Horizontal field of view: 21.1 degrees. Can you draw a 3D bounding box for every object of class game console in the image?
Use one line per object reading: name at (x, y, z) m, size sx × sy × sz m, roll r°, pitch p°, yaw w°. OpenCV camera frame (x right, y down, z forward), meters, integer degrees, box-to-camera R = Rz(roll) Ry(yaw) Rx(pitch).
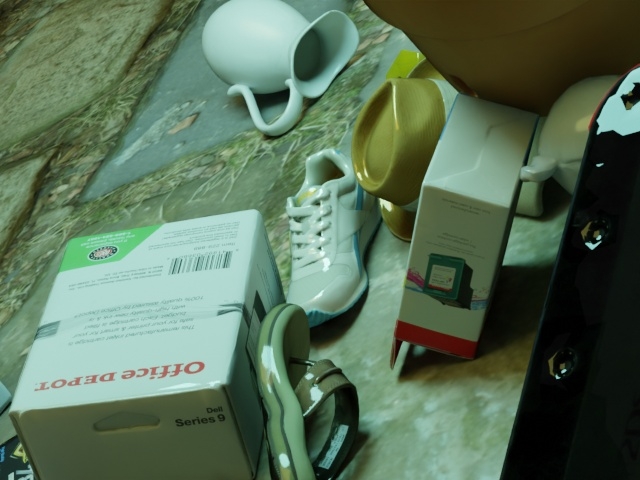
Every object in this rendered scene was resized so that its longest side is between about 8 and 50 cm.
game console at (0.278, 0.044, 1.041) m, size 0.342 × 0.060 × 0.387 m, roll -2°, pitch 64°, yaw 44°

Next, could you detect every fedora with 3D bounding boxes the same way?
fedora at (0.085, -0.099, 1.718) m, size 0.194 × 0.079 × 0.194 m, roll -26°, pitch 59°, yaw 53°

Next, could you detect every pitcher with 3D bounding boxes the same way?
pitcher at (-0.071, -0.224, 2.193) m, size 0.207 × 0.125 × 0.178 m, roll 18°, pitch 74°, yaw 47°

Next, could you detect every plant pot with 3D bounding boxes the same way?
plant pot at (0.175, -0.246, 1.484) m, size 0.291 × 0.203 × 0.291 m, roll -15°, pitch 47°, yaw 16°

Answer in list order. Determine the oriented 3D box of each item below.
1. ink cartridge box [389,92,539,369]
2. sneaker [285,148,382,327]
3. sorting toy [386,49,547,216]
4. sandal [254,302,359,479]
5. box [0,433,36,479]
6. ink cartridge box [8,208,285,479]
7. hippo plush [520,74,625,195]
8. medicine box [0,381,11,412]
ink cartridge box at (0.123, 0.005, 1.507) m, size 0.078 × 0.231 × 0.134 m, roll 15°, pitch 44°, yaw 8°
sneaker at (0.000, 0.000, 1.741) m, size 0.087 × 0.092 × 0.229 m, roll -22°, pitch 31°, yaw 26°
sorting toy at (0.160, -0.153, 1.732) m, size 0.307 × 0.041 × 0.229 m, roll 16°, pitch 94°, yaw 59°
sandal at (-0.006, 0.164, 1.486) m, size 0.086 × 0.120 × 0.303 m, roll -7°, pitch 30°, yaw -1°
box at (-0.347, 0.327, 1.662) m, size 0.293 × 0.073 × 0.295 m, roll -32°, pitch 27°, yaw 5°
ink cartridge box at (-0.160, 0.108, 1.664) m, size 0.211 × 0.121 × 0.289 m, roll -8°, pitch 33°, yaw 11°
hippo plush at (0.265, -0.074, 1.342) m, size 0.236 × 0.294 × 0.234 m, roll -26°, pitch 5°, yaw 40°
medicine box at (-0.548, 0.122, 2.007) m, size 0.149 × 0.289 × 0.263 m, roll -49°, pitch 27°, yaw -23°
